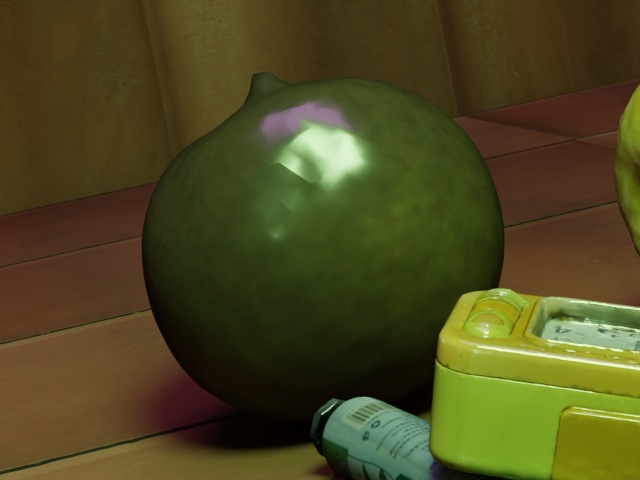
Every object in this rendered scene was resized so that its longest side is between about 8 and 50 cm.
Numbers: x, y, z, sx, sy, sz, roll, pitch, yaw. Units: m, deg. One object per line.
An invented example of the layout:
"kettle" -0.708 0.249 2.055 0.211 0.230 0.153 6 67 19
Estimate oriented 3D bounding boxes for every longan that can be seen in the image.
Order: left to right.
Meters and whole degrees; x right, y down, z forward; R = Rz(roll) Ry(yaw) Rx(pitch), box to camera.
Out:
"longan" 0.001 0.003 1.384 0.297 0.297 0.297 -10 10 2

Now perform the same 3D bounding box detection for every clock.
"clock" 0.175 0.094 1.109 0.202 0.096 0.143 8 12 11

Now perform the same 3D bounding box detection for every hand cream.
"hand cream" 0.079 0.149 1.148 0.091 0.058 0.271 -3 9 -32

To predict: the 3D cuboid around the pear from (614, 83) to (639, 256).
"pear" 0.361 -0.047 1.351 0.271 0.271 0.271 -10 10 2
